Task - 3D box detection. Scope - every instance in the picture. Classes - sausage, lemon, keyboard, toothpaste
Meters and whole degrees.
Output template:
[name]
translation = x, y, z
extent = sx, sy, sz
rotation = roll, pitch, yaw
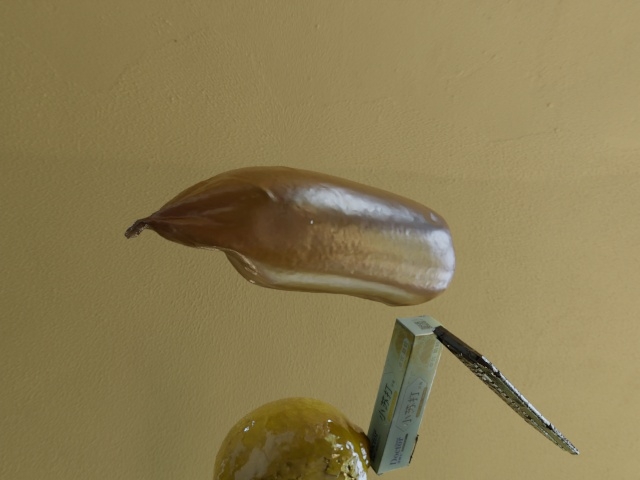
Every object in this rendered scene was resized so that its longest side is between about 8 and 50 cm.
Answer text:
[sausage]
translation = -0.003, -0.005, 0.462
extent = 0.328, 0.112, 0.112
rotation = 10, -80, -38
[lemon]
translation = -0.053, 0.439, 0.979
extent = 0.296, 0.297, 0.297
rotation = -1, -81, -4
[keyboard]
translation = 0.231, 0.190, 0.650
extent = 0.016, 0.106, 0.262
rotation = -49, -59, -3
[toothpaste]
translation = 0.155, 0.294, 0.994
extent = 0.089, 0.071, 0.313
rotation = -1, -67, -31
